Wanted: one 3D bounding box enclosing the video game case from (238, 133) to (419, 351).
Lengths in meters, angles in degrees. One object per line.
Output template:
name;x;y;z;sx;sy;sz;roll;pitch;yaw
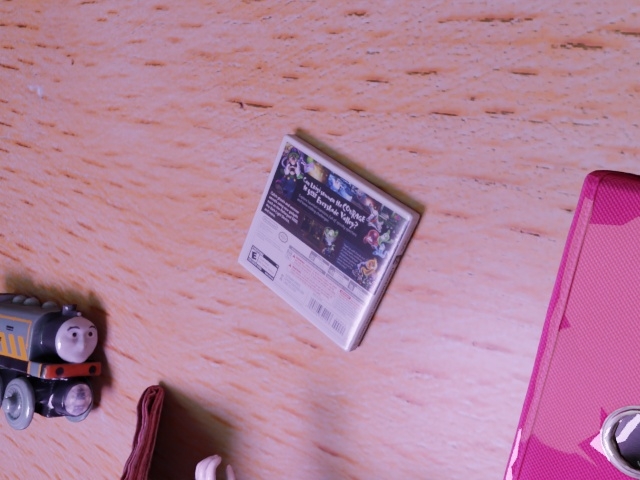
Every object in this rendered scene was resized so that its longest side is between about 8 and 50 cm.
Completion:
video game case;0.000;0.000;0.742;0.190;0.022;0.173;37;116;30

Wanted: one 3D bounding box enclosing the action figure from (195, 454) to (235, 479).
action figure;-0.123;0.406;0.703;0.248;0.275;0.370;43;155;-5

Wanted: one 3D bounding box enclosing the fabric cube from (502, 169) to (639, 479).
fabric cube;0.283;0.110;0.382;0.258;0.259;0.254;19;105;35

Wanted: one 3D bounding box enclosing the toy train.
toy train;-0.479;0.184;1.069;0.334;0.142;0.190;2;86;38

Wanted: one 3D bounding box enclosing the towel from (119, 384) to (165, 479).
towel;-0.261;0.391;0.885;0.237;0.037;0.328;-108;31;-71
